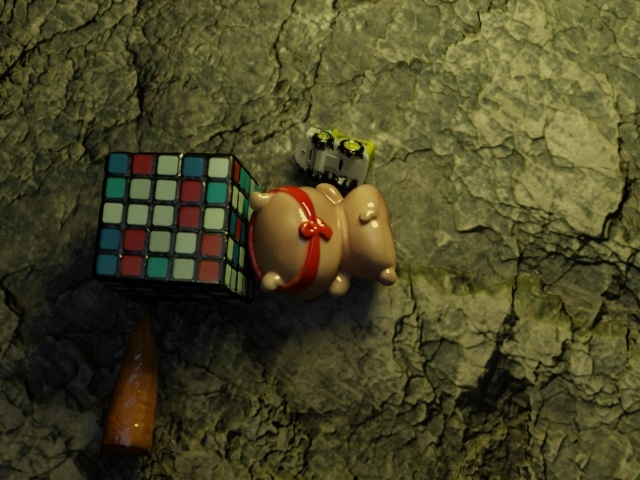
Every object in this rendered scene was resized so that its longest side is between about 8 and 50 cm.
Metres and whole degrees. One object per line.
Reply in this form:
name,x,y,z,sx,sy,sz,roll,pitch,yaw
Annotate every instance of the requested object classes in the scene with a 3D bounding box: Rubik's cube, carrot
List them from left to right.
carrot,-0.258,0.197,1.670,0.072,0.072,0.205,3,76,9
Rubik's cube,-0.192,-0.012,1.646,0.187,0.182,0.184,0,79,9

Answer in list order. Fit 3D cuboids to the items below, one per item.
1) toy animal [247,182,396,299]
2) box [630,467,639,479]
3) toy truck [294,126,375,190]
toy animal,0.000,0.000,1.634,0.197,0.171,0.171,-4,77,-4
box,0.455,0.325,1.453,0.149,0.226,0.226,36,85,13
toy truck,0.022,-0.126,1.701,0.111,0.076,0.077,21,40,11
